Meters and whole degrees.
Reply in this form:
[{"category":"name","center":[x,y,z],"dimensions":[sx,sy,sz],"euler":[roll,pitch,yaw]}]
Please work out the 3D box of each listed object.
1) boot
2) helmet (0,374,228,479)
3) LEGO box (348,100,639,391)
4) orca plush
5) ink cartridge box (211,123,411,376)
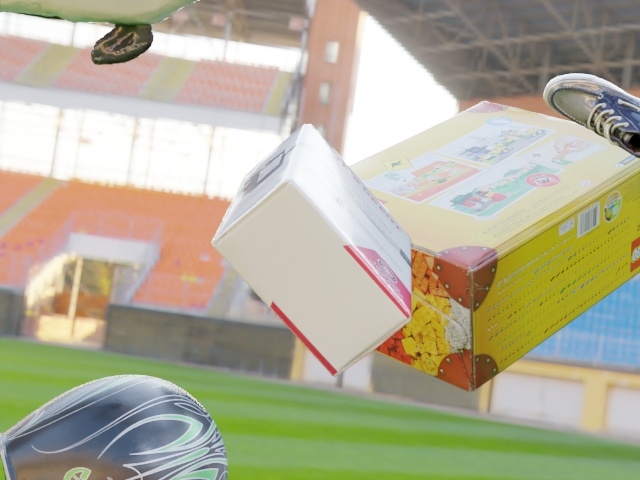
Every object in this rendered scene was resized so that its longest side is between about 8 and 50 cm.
[{"category":"boot","center":[0.392,-0.165,1.615],"dimensions":[0.190,0.069,0.086],"euler":[17,33,4]},{"category":"helmet","center":[-0.150,0.180,0.915],"dimensions":[0.162,0.169,0.169],"euler":[-17,0,-13]},{"category":"LEGO box","center":[0.236,-0.019,1.803],"dimensions":[0.500,0.193,0.372],"euler":[-27,34,-37]},{"category":"orca plush","center":[-0.189,-0.213,0.958],"dimensions":[0.287,0.151,0.102],"euler":[-21,15,20]},{"category":"ink cartridge box","center":[0.000,0.000,1.169],"dimensions":[0.172,0.100,0.237],"euler":[48,15,-11]}]
